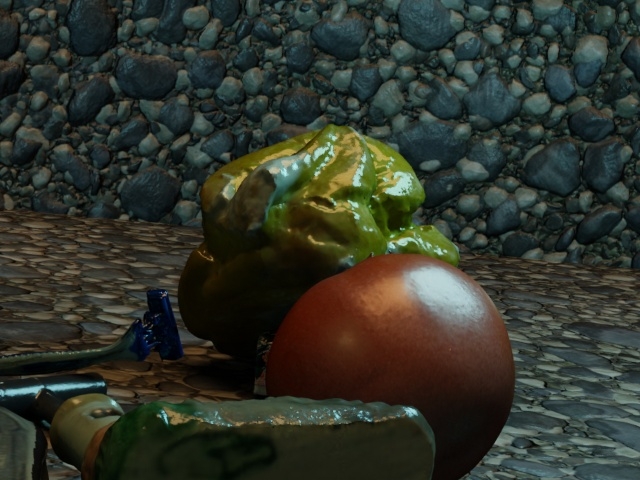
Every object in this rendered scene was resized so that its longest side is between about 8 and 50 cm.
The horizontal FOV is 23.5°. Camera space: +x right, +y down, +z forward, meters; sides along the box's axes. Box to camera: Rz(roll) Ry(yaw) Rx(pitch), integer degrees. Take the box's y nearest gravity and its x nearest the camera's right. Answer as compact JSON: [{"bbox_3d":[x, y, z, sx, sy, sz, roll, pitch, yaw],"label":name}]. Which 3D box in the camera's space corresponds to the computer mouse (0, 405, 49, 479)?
[{"bbox_3d":[-0.281,0.236,1.082,0.203,0.114,0.374,8,21,-3],"label":"computer mouse"}]

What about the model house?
[{"bbox_3d":[-0.096,0.198,1.258,0.267,0.194,0.325,3,5,-24],"label":"model house"}]

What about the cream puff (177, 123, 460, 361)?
[{"bbox_3d":[0.000,0.000,2.023,0.378,0.275,0.378,2,-32,1],"label":"cream puff"}]

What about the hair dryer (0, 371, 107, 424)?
[{"bbox_3d":[-0.260,0.192,1.672,0.195,0.050,0.173,18,14,38],"label":"hair dryer"}]

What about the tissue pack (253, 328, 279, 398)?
[{"bbox_3d":[0.005,0.160,1.921,0.170,0.090,0.103,7,6,1],"label":"tissue pack"}]

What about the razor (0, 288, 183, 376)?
[{"bbox_3d":[-0.324,0.134,1.770,0.324,0.093,0.056,-11,29,-1],"label":"razor"}]

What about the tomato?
[{"bbox_3d":[0.075,0.139,1.560,0.256,0.256,0.224,0,39,-38],"label":"tomato"}]
